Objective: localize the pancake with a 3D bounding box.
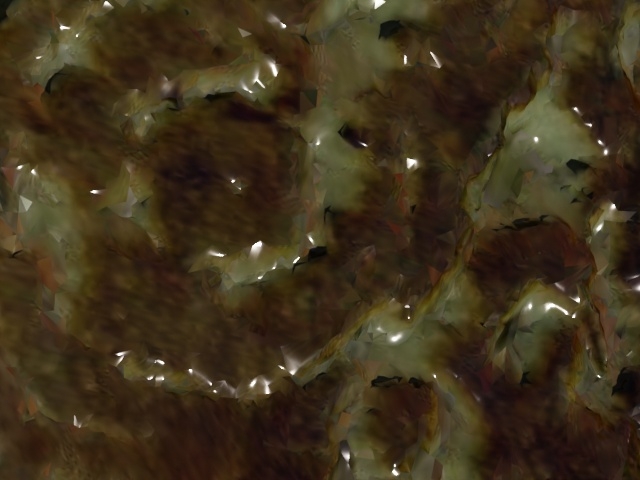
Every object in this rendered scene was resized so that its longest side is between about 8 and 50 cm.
[{"bbox_3d":[0.004,0.002,0.451,0.305,0.067,0.427,32,68,-31],"label":"pancake"}]
